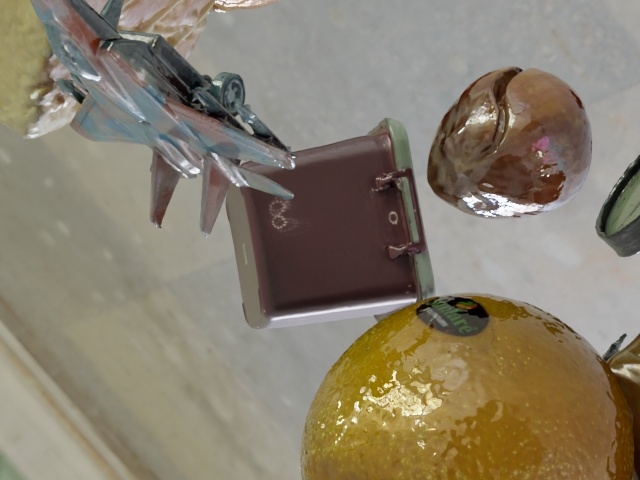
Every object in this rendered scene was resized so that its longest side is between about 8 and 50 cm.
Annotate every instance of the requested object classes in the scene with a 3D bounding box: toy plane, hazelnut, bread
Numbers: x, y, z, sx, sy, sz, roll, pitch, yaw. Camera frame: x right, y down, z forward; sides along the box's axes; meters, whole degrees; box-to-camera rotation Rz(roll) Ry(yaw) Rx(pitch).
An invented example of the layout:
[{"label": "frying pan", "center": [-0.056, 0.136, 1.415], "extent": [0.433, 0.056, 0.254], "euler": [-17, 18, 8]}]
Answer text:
[{"label": "toy plane", "center": [-0.140, -0.125, 1.041], "extent": [0.223, 0.104, 0.326], "euler": [11, 150, 29]}, {"label": "hazelnut", "center": [0.165, -0.080, 1.182], "extent": [0.154, 0.143, 0.143], "euler": [-25, 106, 45]}, {"label": "bread", "center": [-0.308, -0.385, 1.739], "extent": [0.279, 0.390, 0.371], "euler": [33, 132, 12]}]

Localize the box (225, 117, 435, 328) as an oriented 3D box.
[{"label": "box", "center": [0.000, 0.000, 1.359], "extent": [0.294, 0.167, 0.193], "euler": [138, 120, -81]}]

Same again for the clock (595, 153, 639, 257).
[{"label": "clock", "center": [0.406, -0.064, 1.617], "extent": [0.040, 0.184, 0.184], "euler": [37, 154, -7]}]

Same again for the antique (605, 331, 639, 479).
[{"label": "antique", "center": [0.378, 0.174, 1.154], "extent": [0.278, 0.223, 0.129], "euler": [35, 173, 33]}]

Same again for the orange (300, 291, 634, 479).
[{"label": "orange", "center": [0.115, 0.175, 1.064], "extent": [0.274, 0.274, 0.274], "euler": [35, 150, 23]}]

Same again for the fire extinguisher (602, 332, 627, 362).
[{"label": "fire extinguisher", "center": [0.362, 0.258, 1.838], "extent": [0.093, 0.294, 0.118], "euler": [29, 146, -4]}]

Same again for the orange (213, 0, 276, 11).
[{"label": "orange", "center": [-0.133, -0.531, 2.076], "extent": [0.293, 0.340, 0.340], "euler": [60, 158, 22]}]
